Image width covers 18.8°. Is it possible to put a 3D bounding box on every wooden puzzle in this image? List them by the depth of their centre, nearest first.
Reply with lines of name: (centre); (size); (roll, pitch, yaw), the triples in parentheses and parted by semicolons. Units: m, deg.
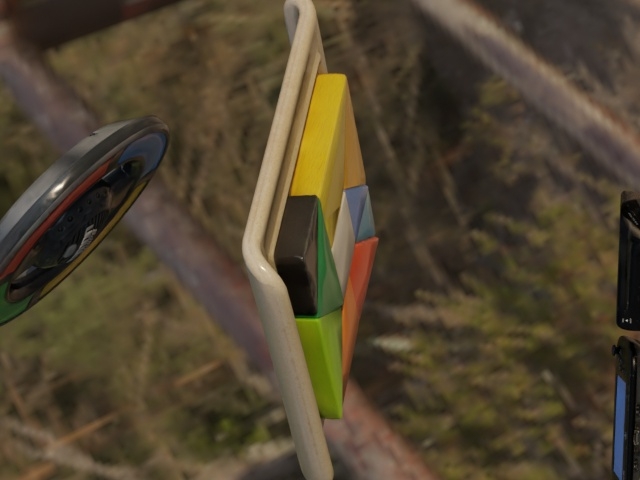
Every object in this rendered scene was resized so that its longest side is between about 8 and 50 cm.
wooden puzzle: (0.000, 0.000, 1.214); (0.044, 0.238, 0.221); (-2, 139, 10)

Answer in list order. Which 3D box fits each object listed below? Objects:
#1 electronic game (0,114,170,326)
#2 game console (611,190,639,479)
electronic game: (-0.207, -0.014, 1.585); (0.048, 0.229, 0.229); (43, 142, 6)
game console: (0.337, 0.128, 2.104); (0.044, 0.213, 0.361); (2, 95, 9)
